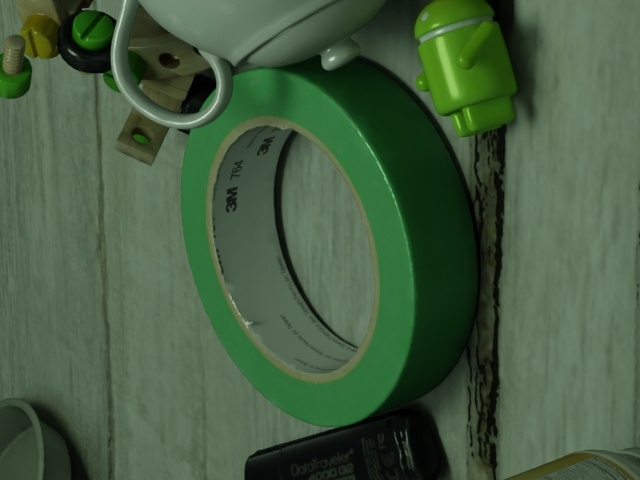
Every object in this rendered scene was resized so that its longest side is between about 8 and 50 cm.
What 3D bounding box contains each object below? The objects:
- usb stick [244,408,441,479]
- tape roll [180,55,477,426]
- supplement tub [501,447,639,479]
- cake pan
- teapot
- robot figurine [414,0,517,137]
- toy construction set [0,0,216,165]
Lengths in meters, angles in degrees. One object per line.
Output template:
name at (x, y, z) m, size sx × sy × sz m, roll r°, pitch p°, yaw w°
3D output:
usb stick at (0.014, 0.213, 1.715) m, size 0.278 × 0.045 × 0.077 m, roll -25°, pitch 75°, yaw 54°
tape roll at (0.000, 0.000, 1.625) m, size 0.321 × 0.077 × 0.321 m, roll 25°, pitch 123°, yaw 45°
supplement tub at (0.179, 0.238, 1.372) m, size 0.144 × 0.200 × 0.144 m, roll 21°, pitch 117°, yaw 48°
cake pan at (-0.378, 0.331, 2.165) m, size 0.293 × 0.054 × 0.293 m, roll -36°, pitch 42°, yaw 42°
teapot at (-0.032, -0.218, 1.477) m, size 0.187 × 0.253 × 0.256 m, roll 61°, pitch 156°, yaw -2°
robot figurine at (0.113, -0.140, 1.442) m, size 0.101 × 0.067 × 0.115 m, roll 157°, pitch 97°, yaw -74°
toy construction set at (-0.191, -0.219, 1.724) m, size 0.237 × 0.258 × 0.308 m, roll 110°, pitch 154°, yaw -54°
